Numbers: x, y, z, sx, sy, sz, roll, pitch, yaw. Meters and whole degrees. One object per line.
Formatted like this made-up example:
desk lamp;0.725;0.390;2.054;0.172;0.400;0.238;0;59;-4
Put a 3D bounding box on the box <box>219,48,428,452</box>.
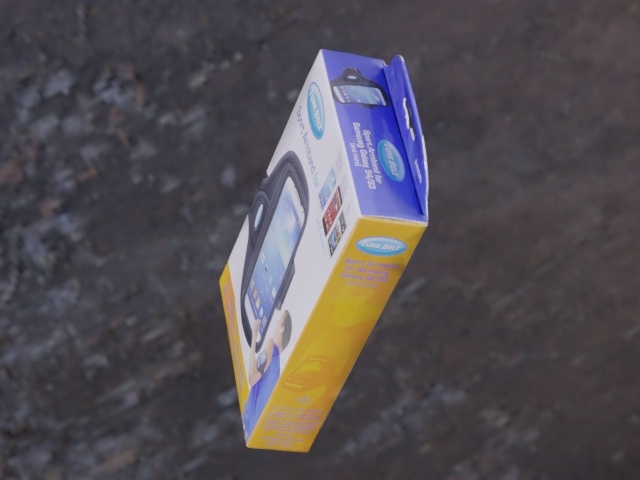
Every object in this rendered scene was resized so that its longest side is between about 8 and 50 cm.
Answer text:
box;0.000;0.000;0.617;0.028;0.081;0.136;6;134;-19
